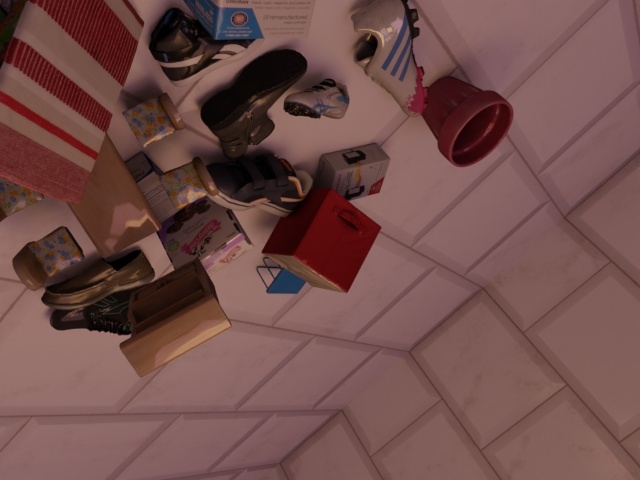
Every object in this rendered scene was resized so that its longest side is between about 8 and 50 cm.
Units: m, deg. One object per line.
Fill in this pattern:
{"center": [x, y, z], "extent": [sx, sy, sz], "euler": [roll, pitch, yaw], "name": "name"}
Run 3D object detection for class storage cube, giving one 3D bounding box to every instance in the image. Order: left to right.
{"center": [0.000, 0.000, 1.371], "extent": [0.184, 0.215, 0.193], "euler": [36, 74, -25], "name": "storage cube"}

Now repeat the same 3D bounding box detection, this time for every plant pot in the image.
{"center": [0.359, -0.320, 1.401], "extent": [0.202, 0.180, 0.201], "euler": [-23, 145, -17], "name": "plant pot"}

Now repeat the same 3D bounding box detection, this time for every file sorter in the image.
{"center": [-0.088, 0.059, 1.558], "extent": [0.118, 0.104, 0.170], "euler": [7, 129, -45], "name": "file sorter"}

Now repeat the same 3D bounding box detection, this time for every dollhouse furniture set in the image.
{"center": [-0.338, -0.007, 0.950], "extent": [0.362, 0.256, 0.393], "euler": [-29, 110, -8], "name": "dollhouse furniture set"}

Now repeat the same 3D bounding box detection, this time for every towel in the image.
{"center": [-0.364, -0.230, 0.776], "extent": [0.237, 0.037, 0.328], "euler": [62, 45, -80], "name": "towel"}

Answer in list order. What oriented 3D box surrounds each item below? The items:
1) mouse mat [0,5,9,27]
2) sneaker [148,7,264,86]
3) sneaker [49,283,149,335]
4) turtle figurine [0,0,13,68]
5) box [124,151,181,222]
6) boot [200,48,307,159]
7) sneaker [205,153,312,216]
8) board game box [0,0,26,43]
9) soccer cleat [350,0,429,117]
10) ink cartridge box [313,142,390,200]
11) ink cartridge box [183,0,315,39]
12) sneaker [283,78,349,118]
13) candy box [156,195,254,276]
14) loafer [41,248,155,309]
{"center": [-0.533, -0.310, 0.774], "extent": [0.153, 0.007, 0.189], "euler": [-32, 149, -5], "name": "mouse mat"}
{"center": [-0.192, -0.364, 0.941], "extent": [0.217, 0.079, 0.121], "euler": [-33, 149, 0], "name": "sneaker"}
{"center": [-0.512, 0.179, 1.332], "extent": [0.268, 0.106, 0.101], "euler": [-12, 142, -29], "name": "sneaker"}
{"center": [-0.435, -0.271, 0.695], "extent": [0.275, 0.197, 0.266], "euler": [-25, 138, 0], "name": "turtle figurine"}
{"center": [-0.372, -0.094, 1.134], "extent": [0.126, 0.072, 0.137], "euler": [-35, 148, -1], "name": "box"}
{"center": [-0.125, -0.281, 1.135], "extent": [0.247, 0.083, 0.161], "euler": [-35, 160, 0], "name": "boot"}
{"center": [-0.140, -0.141, 1.239], "extent": [0.127, 0.126, 0.321], "euler": [-44, 158, 21], "name": "sneaker"}
{"center": [-0.479, -0.252, 0.858], "extent": [0.259, 0.039, 0.124], "euler": [-45, 145, 10], "name": "board game box"}
{"center": [0.150, -0.391, 1.208], "extent": [0.143, 0.115, 0.331], "euler": [-20, 145, 5], "name": "soccer cleat"}
{"center": [0.082, -0.173, 1.441], "extent": [0.175, 0.072, 0.127], "euler": [-17, 144, -26], "name": "ink cartridge box"}
{"center": [-0.102, -0.453, 0.825], "extent": [0.171, 0.168, 0.232], "euler": [-13, 141, -29], "name": "ink cartridge box"}
{"center": [-0.008, -0.300, 1.149], "extent": [0.237, 0.085, 0.086], "euler": [-27, 127, -62], "name": "sneaker"}
{"center": [-0.267, -0.021, 1.209], "extent": [0.165, 0.196, 0.070], "euler": [-35, 148, -1], "name": "candy box"}
{"center": [-0.507, 0.080, 1.241], "extent": [0.251, 0.094, 0.087], "euler": [-21, 121, -36], "name": "loafer"}
